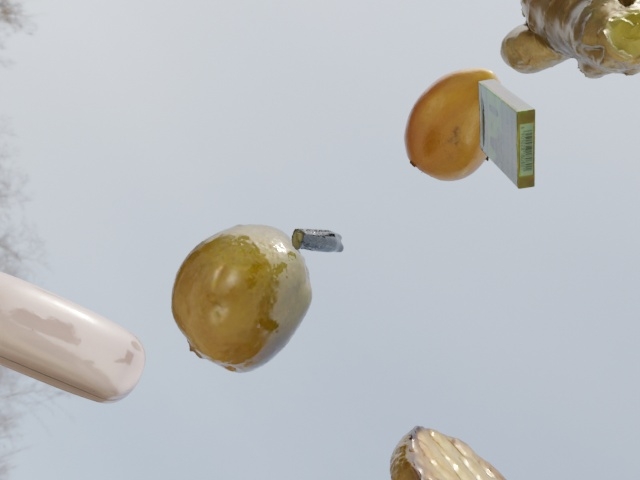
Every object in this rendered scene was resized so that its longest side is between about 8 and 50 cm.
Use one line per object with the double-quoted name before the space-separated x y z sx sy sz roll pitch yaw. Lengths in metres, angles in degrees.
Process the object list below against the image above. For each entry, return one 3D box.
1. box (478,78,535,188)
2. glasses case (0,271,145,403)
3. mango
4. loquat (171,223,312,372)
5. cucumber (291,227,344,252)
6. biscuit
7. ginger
"box" 0.291 -0.172 1.107 0.030 0.193 0.121 -8 -64 -1
"glasses case" -0.394 0.136 1.004 0.296 0.113 0.075 29 -46 -17
"mango" 0.276 -0.252 1.452 0.187 0.138 0.257 44 -40 26
"loquat" -0.147 0.115 1.387 0.284 0.276 0.276 -33 -108 -4
"cucumber" 0.002 0.000 1.008 0.034 0.135 0.033 7 -89 34
"biscuit" 0.236 0.442 1.160 0.296 0.296 0.102 44 -73 25
"ginger" 0.218 -0.191 0.574 0.115 0.081 0.205 -58 -157 7
